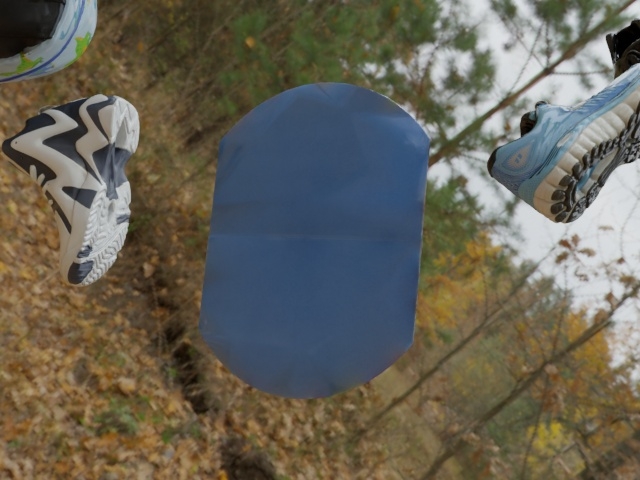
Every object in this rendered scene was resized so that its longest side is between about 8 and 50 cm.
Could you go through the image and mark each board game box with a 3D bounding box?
[{"bbox_3d":[0.000,0.000,0.381,0.033,0.133,0.168,16,78,-58],"label":"board game box"}]

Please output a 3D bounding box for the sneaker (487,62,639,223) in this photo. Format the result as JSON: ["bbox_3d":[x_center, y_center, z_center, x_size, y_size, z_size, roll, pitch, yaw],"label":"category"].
[{"bbox_3d":[0.170,-0.079,0.458,0.073,0.162,0.063,30,-38,36],"label":"sneaker"}]

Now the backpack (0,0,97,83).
[{"bbox_3d":[-0.462,-0.313,0.856,0.273,0.356,0.290,2,84,-81],"label":"backpack"}]

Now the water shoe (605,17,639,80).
[{"bbox_3d":[0.308,-0.145,0.650,0.080,0.073,0.203,51,22,-22],"label":"water shoe"}]

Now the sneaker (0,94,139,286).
[{"bbox_3d":[-0.318,-0.065,0.847,0.094,0.153,0.234,24,71,-75],"label":"sneaker"}]
